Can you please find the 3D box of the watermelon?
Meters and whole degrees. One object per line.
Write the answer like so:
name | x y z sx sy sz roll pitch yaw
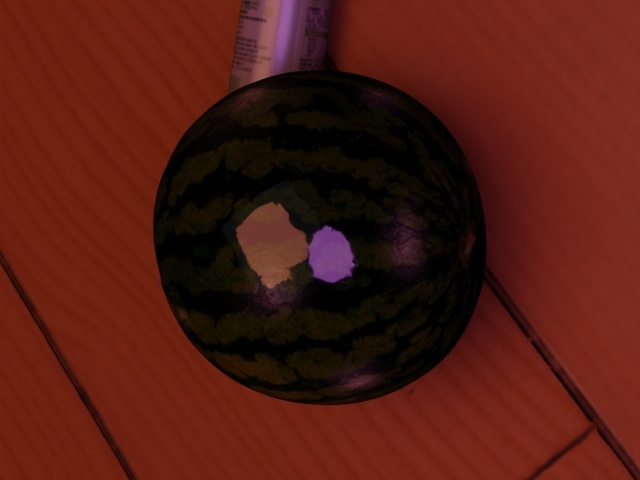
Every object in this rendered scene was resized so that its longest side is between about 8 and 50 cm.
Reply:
watermelon | 0.000 0.000 1.138 0.285 0.285 0.285 2 93 35

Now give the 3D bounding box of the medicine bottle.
medicine bottle | -0.034 -0.204 1.268 0.086 0.086 0.183 16 101 34
